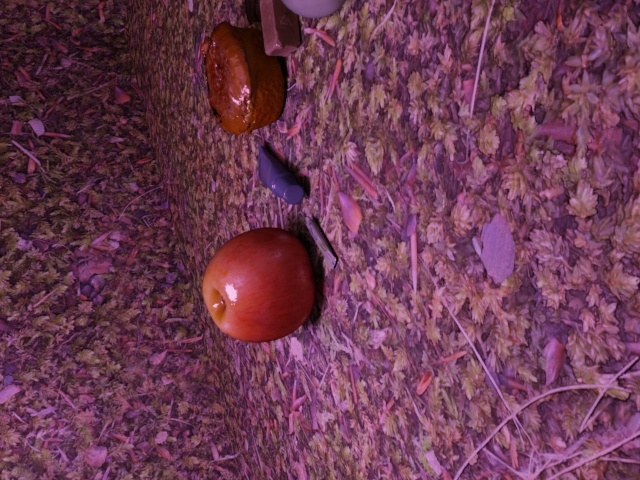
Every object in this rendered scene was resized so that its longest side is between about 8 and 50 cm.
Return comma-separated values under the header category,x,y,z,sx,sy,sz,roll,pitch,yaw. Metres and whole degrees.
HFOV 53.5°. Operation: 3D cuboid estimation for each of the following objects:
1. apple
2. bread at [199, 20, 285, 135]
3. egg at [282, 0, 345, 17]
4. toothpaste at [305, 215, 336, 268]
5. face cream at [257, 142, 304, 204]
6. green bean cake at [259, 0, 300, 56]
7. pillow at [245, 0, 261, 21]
category,x,y,z,sx,sy,sz,roll,pitch,yaw
apple,-0.201,0.143,2.025,0.364,0.364,0.363,29,123,59
bread,-0.258,-0.533,2.092,0.358,0.204,0.336,59,144,32
egg,-0.023,-0.653,1.587,0.264,0.183,0.182,-130,39,-59
toothpaste,0.000,0.000,1.911,0.197,0.029,0.048,61,148,32
face cream,-0.150,-0.211,2.100,0.385,0.087,0.135,-134,43,-58
green bean cake,-0.122,-0.651,1.905,0.109,0.085,0.179,175,88,-66
pillow,-0.207,-0.777,2.095,0.203,0.038,0.113,33,127,58
